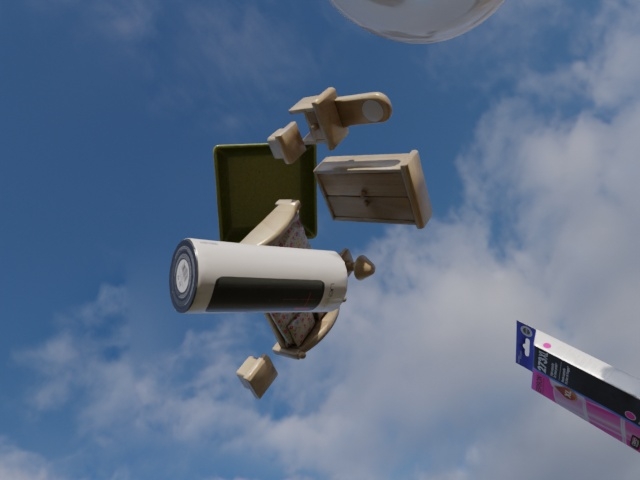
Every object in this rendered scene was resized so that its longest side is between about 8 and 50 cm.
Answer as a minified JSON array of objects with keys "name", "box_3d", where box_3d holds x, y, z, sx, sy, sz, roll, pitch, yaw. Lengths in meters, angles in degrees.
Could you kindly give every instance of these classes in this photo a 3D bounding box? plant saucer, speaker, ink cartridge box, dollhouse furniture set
[{"name":"plant saucer","box_3d":[-0.102,-0.091,0.904,0.188,0.045,0.189,-5,-71,-14]},{"name":"speaker","box_3d":[-0.045,0.030,0.381,0.136,0.055,0.055,6,-65,-37]},{"name":"ink cartridge box","box_3d":[0.652,0.360,1.225,0.069,0.371,0.176,-30,-54,-24]},{"name":"dollhouse furniture set","box_3d":[0.000,0.000,0.665,0.355,0.173,0.303,-51,-49,-38]}]

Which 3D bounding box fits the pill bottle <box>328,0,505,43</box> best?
[{"name":"pill bottle","box_3d":[0.165,-0.389,0.445,0.408,0.229,0.229,-50,-56,-24]}]
